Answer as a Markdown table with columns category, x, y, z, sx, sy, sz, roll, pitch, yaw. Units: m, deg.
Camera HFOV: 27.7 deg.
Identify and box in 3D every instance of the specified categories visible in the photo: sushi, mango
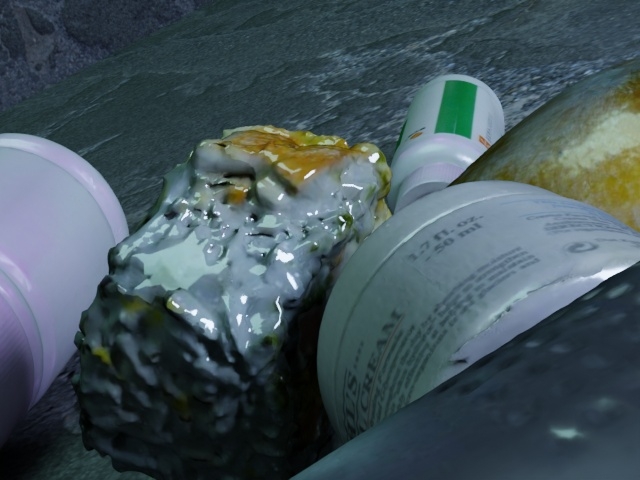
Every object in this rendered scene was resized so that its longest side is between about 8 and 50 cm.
| category | x | y | z | sx | sy | sz | roll | pitch | yaw |
| --- | --- | --- | --- | --- | --- | --- | --- | --- | --- |
| sushi | -0.043 | 0.063 | 0.757 | 0.139 | 0.274 | 0.184 | 16 | 38 | 20 |
| mango | 0.162 | -0.021 | 0.842 | 0.316 | 0.146 | 0.193 | -21 | 10 | 25 |

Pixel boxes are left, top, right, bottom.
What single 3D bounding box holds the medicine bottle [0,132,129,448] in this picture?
| category | x | y | z | sx | sy | sz | roll | pitch | yaw |
| --- | --- | --- | --- | --- | --- | --- | --- | --- | --- |
| medicine bottle | -0.298 | 0.053 | 1.069 | 0.202 | 0.202 | 0.316 | -16 | 19 | 18 |

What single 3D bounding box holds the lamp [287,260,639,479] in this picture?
| category | x | y | z | sx | sy | sz | roll | pitch | yaw |
| --- | --- | --- | --- | --- | --- | --- | --- | --- | --- |
| lamp | 0.090 | 0.129 | 0.413 | 0.272 | 0.205 | 0.374 | -33 | 15 | -38 |

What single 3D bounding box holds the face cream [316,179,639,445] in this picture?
| category | x | y | z | sx | sy | sz | roll | pitch | yaw |
| --- | --- | --- | --- | --- | --- | --- | --- | --- | --- |
| face cream | 0.100 | 0.071 | 0.596 | 0.177 | 0.177 | 0.153 | -25 | 19 | -7 |

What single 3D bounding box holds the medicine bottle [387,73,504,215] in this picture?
| category | x | y | z | sx | sy | sz | roll | pitch | yaw |
| --- | --- | --- | --- | --- | --- | --- | --- | --- | --- |
| medicine bottle | 0.107 | -0.065 | 1.097 | 0.095 | 0.095 | 0.260 | -17 | 17 | 16 |
